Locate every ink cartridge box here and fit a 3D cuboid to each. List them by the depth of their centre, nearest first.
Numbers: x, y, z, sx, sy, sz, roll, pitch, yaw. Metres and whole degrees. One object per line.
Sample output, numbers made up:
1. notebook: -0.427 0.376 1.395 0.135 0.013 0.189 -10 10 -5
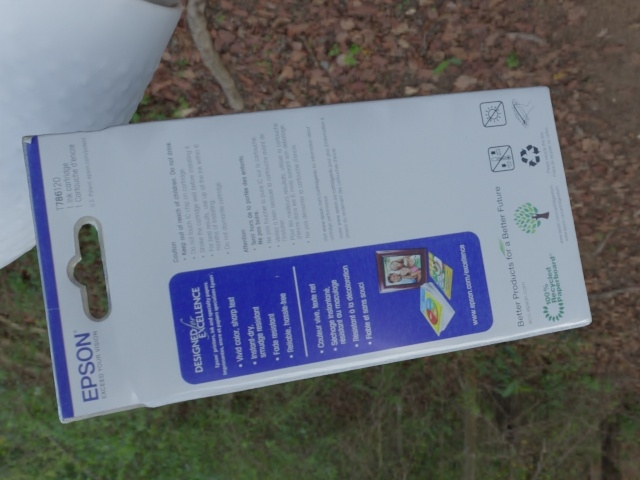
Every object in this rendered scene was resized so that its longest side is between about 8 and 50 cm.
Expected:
1. ink cartridge box: 0.000 0.000 0.447 0.333 0.165 0.065 -7 176 -15

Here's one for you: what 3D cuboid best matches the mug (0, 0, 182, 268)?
1. mug: -0.340 -0.132 0.609 0.276 0.328 0.374 36 -162 12
